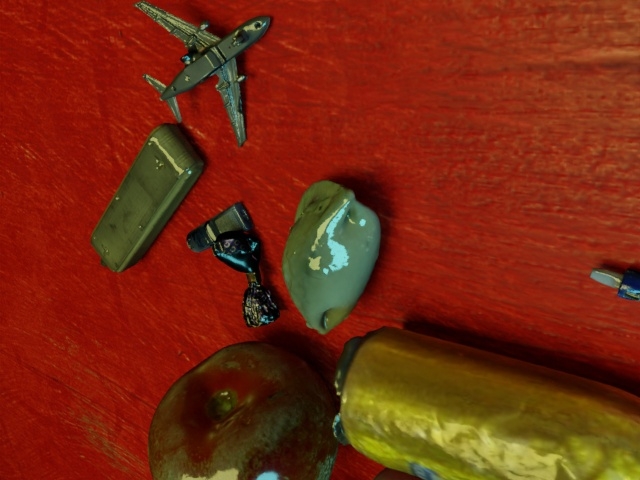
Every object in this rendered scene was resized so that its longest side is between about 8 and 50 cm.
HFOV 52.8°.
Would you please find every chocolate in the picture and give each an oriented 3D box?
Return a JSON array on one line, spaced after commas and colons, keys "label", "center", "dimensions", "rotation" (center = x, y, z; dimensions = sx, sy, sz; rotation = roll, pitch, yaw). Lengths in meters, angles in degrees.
[{"label": "chocolate", "center": [-0.103, 0.052, 0.937], "dimensions": [0.070, 0.072, 0.147], "rotation": [5, 121, 38]}, {"label": "chocolate", "center": [0.224, 0.200, 0.646], "dimensions": [0.445, 0.162, 0.162], "rotation": [8, 117, 39]}]

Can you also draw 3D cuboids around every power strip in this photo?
[{"label": "power strip", "center": [-0.298, -0.049, 1.070], "dimensions": [0.092, 0.066, 0.387], "rotation": [53, 134, 5]}]

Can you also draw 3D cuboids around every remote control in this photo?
[{"label": "remote control", "center": [-0.158, -0.014, 0.982], "dimensions": [0.152, 0.027, 0.043], "rotation": [-24, 90, 45]}]

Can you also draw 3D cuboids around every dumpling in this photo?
[{"label": "dumpling", "center": [-0.004, 0.007, 0.791], "dimensions": [0.149, 0.105, 0.216], "rotation": [36, 132, 23]}]

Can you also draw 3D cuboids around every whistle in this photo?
[{"label": "whistle", "center": [0.292, 0.044, 0.596], "dimensions": [0.083, 0.029, 0.033], "rotation": [21, 141, 25]}]

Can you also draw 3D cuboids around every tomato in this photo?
[{"label": "tomato", "center": [-0.098, 0.287, 0.922], "dimensions": [0.270, 0.270, 0.222], "rotation": [13, 143, 38]}]

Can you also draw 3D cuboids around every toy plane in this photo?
[{"label": "toy plane", "center": [-0.145, -0.227, 0.830], "dimensions": [0.226, 0.058, 0.226], "rotation": [-17, 116, 47]}]

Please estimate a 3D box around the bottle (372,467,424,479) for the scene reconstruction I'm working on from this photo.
[{"label": "bottle", "center": [0.163, 0.407, 0.831], "dimensions": [0.237, 0.147, 0.147], "rotation": [18, 124, 30]}]
